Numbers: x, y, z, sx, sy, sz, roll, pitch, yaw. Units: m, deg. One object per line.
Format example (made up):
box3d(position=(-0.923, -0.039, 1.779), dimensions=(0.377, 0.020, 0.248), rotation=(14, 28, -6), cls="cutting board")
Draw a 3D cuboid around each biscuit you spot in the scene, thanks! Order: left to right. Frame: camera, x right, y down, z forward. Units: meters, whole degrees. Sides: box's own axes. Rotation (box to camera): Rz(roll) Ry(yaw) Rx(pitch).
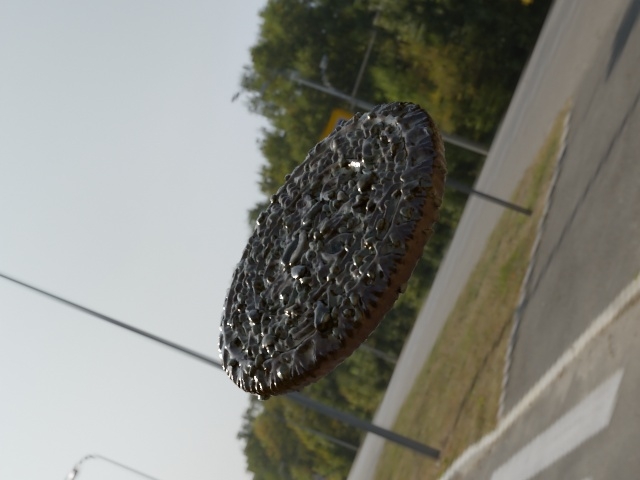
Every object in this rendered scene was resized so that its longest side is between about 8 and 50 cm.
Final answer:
box3d(position=(0.000, 0.000, 0.884), dimensions=(0.305, 0.038, 0.305), rotation=(-41, 29, 30), cls="biscuit")
